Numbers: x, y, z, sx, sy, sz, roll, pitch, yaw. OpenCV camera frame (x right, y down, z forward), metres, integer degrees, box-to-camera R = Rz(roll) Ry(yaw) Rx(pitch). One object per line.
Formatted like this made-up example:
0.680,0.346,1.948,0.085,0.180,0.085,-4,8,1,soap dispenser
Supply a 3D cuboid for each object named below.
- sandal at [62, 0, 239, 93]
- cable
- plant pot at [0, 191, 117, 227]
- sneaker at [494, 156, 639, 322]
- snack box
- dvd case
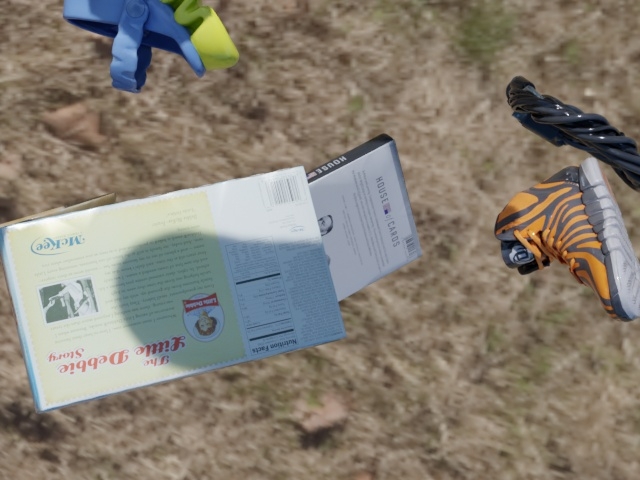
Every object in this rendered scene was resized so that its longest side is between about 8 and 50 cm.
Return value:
-0.235,-0.287,1.605,0.138,0.126,0.317,-38,78,-3,sandal
0.260,-0.097,1.358,0.184,0.150,0.047,31,92,-12,cable
-0.352,-0.011,1.719,0.236,0.236,0.032,-19,95,-31,plant pot
0.357,0.024,2.091,0.180,0.321,0.124,-24,124,15,sneaker
-0.150,0.048,1.470,0.322,0.060,0.187,-12,84,-17,snack box
0.000,0.000,1.697,0.239,0.029,0.179,-28,128,-16,dvd case
